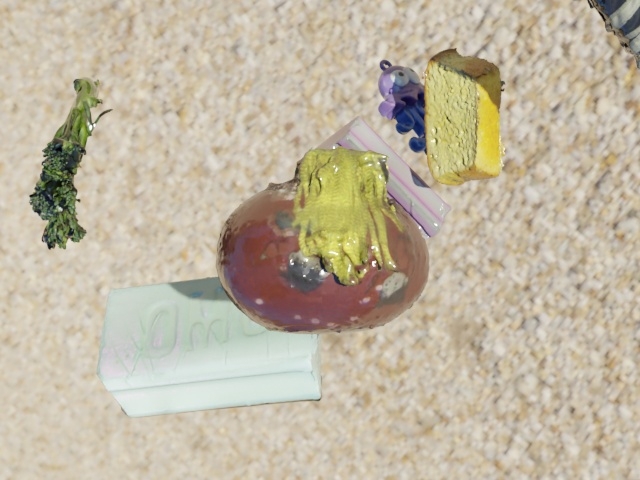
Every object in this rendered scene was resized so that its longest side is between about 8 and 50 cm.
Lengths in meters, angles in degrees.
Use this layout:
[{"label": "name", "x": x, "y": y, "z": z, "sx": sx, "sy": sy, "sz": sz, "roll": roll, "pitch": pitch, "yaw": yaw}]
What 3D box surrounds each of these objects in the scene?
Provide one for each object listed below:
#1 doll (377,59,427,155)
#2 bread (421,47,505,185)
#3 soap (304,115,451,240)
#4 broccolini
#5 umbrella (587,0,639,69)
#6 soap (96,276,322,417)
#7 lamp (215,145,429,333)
[{"label": "doll", "x": 0.147, "y": -0.188, "z": 1.812, "sx": 0.205, "sy": 0.110, "sz": 0.067, "roll": 58, "pitch": 139, "yaw": 10}, {"label": "bread", "x": 0.190, "y": -0.165, "z": 1.625, "sx": 0.103, "sy": 0.065, "sz": 0.187, "roll": 9, "pitch": 100, "yaw": 46}, {"label": "soap", "x": 0.078, "y": -0.071, "z": 1.748, "sx": 0.203, "sy": 0.065, "sz": 0.122, "roll": 44, "pitch": 131, "yaw": -14}, {"label": "broccolini", "x": -0.227, "y": -0.078, "z": 1.130, "sx": 0.062, "sy": 0.271, "sz": 0.123, "roll": 22, "pitch": 111, "yaw": -13}, {"label": "umbrella", "x": 0.249, "y": -0.309, "z": 1.143, "sx": 0.113, "sy": 0.106, "sz": 0.358, "roll": -42, "pitch": 118, "yaw": 11}, {"label": "soap", "x": -0.122, "y": 0.117, "z": 1.408, "sx": 0.262, "sy": 0.150, "sz": 0.094, "roll": -8, "pitch": 143, "yaw": 9}, {"label": "lamp", "x": 0.003, "y": 0.000, "z": 0.883, "sx": 0.157, "sy": 0.156, "sz": 0.134, "roll": -2, "pitch": 89, "yaw": 32}]
